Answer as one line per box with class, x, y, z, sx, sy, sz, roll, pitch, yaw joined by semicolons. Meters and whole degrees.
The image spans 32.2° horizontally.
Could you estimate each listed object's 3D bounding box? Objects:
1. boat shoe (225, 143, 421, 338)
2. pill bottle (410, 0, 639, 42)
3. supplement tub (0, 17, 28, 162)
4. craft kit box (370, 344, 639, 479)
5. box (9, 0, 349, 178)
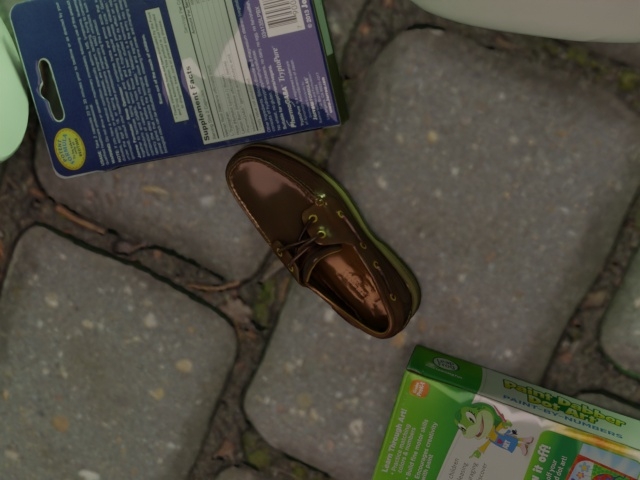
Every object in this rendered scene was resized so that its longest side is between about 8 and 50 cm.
boat shoe;0.000;0.001;0.798;0.178;0.060;0.064;45;112;-2
pill bottle;0.149;-0.315;0.546;0.224;0.224;0.392;6;118;13
supplement tub;-0.371;-0.086;0.796;0.272;0.191;0.191;-20;101;20
craft kit box;0.150;0.233;0.837;0.247;0.061;0.249;18;110;6
box;-0.103;-0.129;0.797;0.225;0.036;0.136;-9;104;16
